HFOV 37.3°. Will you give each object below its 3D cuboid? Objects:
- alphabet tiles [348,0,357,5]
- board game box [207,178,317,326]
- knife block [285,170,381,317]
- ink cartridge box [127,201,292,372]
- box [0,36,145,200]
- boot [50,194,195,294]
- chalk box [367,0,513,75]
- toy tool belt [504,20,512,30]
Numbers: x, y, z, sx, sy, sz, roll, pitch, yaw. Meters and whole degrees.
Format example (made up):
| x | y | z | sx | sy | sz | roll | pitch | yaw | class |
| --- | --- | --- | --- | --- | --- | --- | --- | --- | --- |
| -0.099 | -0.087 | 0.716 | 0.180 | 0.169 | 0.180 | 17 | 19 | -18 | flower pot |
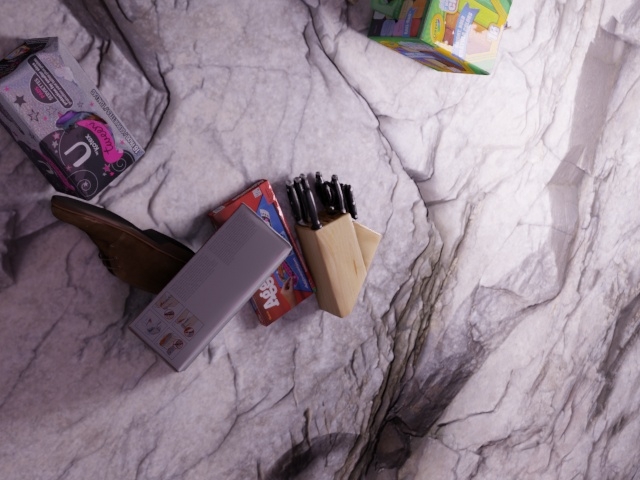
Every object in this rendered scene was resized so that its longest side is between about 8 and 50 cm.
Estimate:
| x | y | z | sx | sy | sz | roll | pitch | yaw | class |
| --- | --- | --- | --- | --- | --- | --- | --- | --- | --- |
| 0.099 | -0.683 | 1.989 | 0.285 | 0.011 | 0.342 | 36 | 79 | -34 | alphabet tiles |
| -0.117 | 0.028 | 1.984 | 0.145 | 0.027 | 0.281 | -35 | 117 | -22 | board game box |
| 0.000 | 0.000 | 2.020 | 0.242 | 0.088 | 0.275 | 24 | 87 | -34 | knife block |
| -0.210 | 0.100 | 1.827 | 0.130 | 0.272 | 0.309 | 42 | 80 | 1 | ink cartridge box |
| -0.451 | -0.207 | 1.628 | 0.142 | 0.163 | 0.247 | -46 | 120 | -19 | box |
| -0.379 | 0.012 | 1.765 | 0.305 | 0.112 | 0.115 | 30 | 94 | -36 | boot |
| 0.232 | -0.483 | 2.008 | 0.289 | 0.179 | 0.180 | 16 | 91 | -38 | chalk box |
| 0.404 | -0.511 | 2.203 | 0.083 | 0.051 | 0.052 | 21 | 88 | -35 | toy tool belt |
